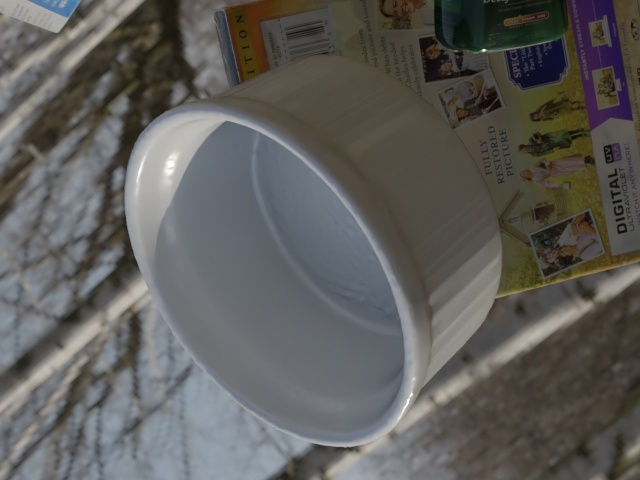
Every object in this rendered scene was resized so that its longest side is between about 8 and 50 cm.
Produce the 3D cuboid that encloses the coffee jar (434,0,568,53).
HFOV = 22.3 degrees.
[{"bbox_3d":[0.126,-0.233,1.170,0.079,0.096,0.184,-137,37,-64],"label":"coffee jar"}]

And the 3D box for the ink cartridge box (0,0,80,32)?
[{"bbox_3d":[-0.254,-0.212,1.013,0.231,0.078,0.134,19,173,-14],"label":"ink cartridge box"}]

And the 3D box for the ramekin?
[{"bbox_3d":[0.000,0.000,1.190,0.135,0.277,0.277,-36,-96,-37],"label":"ramekin"}]

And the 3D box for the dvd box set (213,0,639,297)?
[{"bbox_3d":[0.139,-0.100,1.453,0.062,0.420,0.308,-156,52,-75],"label":"dvd box set"}]
